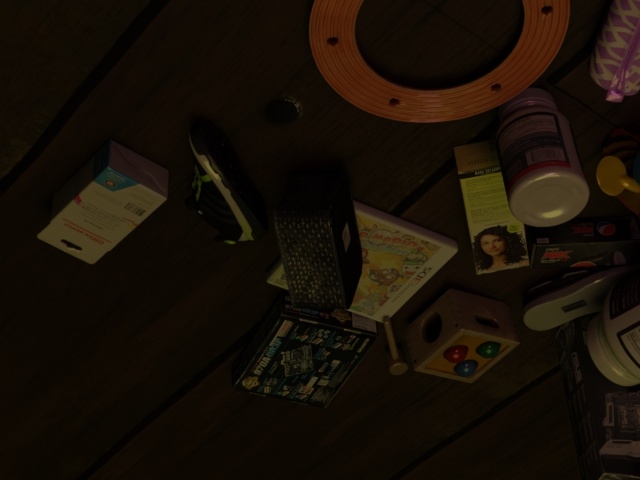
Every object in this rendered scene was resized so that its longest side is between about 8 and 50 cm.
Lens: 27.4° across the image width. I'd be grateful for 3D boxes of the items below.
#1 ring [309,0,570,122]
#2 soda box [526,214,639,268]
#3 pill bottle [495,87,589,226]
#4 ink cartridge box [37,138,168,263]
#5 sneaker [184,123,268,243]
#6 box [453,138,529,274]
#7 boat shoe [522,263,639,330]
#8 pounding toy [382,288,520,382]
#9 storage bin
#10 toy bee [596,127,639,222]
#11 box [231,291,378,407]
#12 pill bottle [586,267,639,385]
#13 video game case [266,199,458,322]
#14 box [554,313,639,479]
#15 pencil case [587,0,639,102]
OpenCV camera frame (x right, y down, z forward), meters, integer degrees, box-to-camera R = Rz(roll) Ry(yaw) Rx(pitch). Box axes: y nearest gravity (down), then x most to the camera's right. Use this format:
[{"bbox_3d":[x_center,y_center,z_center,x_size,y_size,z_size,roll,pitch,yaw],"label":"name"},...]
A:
[{"bbox_3d":[0.152,-0.283,1.690,0.336,0.032,0.336,-2,137,-2],"label":"ring"},{"bbox_3d":[0.404,0.003,2.014,0.169,0.053,0.060,-2,138,-2],"label":"soda box"},{"bbox_3d":[0.294,-0.117,1.775,0.108,0.180,0.108,-2,138,-2],"label":"pill bottle"},{"bbox_3d":[-0.313,-0.053,1.877,0.104,0.061,0.181,30,127,-32],"label":"ink cartridge box"},{"bbox_3d":[-0.153,-0.065,1.862,0.097,0.084,0.235,-15,137,13],"label":"sneaker"},{"bbox_3d":[0.255,-0.047,1.941,0.087,0.058,0.232,-11,137,7],"label":"box"},{"bbox_3d":[0.421,0.073,2.082,0.219,0.070,0.078,-19,129,20],"label":"boat shoe"},{"bbox_3d":[0.185,0.177,2.138,0.181,0.094,0.206,15,135,-34],"label":"pounding toy"},{"bbox_3d":[0.000,0.000,1.887,0.084,0.122,0.180,1,127,16],"label":"storage bin"},{"bbox_3d":[0.454,-0.053,1.761,0.195,0.298,0.162,24,95,-6],"label":"toy bee"},{"bbox_3d":[-0.028,0.186,2.177,0.175,0.051,0.220,14,135,-20],"label":"box"},{"bbox_3d":[0.539,0.100,1.913,0.181,0.181,0.323,18,147,-24],"label":"pill bottle"},{"bbox_3d":[0.063,0.033,2.036,0.227,0.026,0.206,21,132,-25],"label":"video game case"},{"bbox_3d":[0.526,0.272,2.136,0.242,0.307,0.076,9,141,-14],"label":"box"},{"bbox_3d":[0.406,-0.280,1.674,0.086,0.088,0.206,4,138,-6],"label":"pencil case"}]
